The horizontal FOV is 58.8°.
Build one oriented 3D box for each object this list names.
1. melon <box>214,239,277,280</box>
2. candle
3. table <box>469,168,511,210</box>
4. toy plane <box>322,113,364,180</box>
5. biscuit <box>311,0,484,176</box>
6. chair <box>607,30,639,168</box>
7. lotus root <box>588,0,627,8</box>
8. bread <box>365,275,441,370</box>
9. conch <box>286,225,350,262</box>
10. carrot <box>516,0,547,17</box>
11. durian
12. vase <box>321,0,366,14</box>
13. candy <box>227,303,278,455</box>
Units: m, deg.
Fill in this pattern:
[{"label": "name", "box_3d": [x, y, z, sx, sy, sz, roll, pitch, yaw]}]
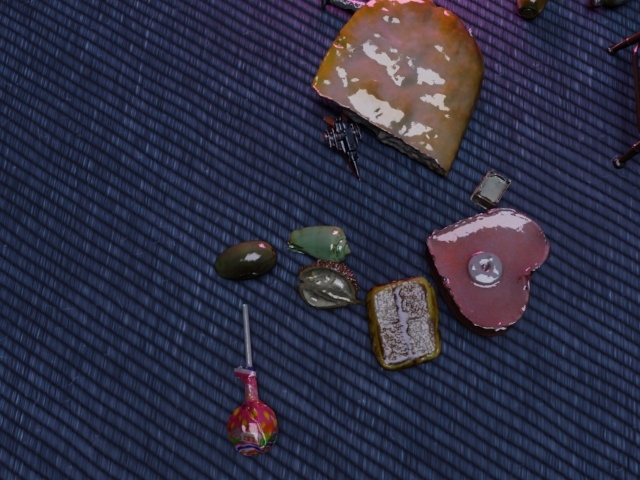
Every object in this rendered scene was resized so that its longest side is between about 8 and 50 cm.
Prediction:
[{"label": "melon", "box_3d": [-0.191, 0.053, 1.443, 0.162, 0.099, 0.099, -14, 78, 4]}, {"label": "candle", "box_3d": [0.394, 0.072, 1.417, 0.287, 0.131, 0.317, 19, 69, 12]}, {"label": "table", "box_3d": [0.441, -0.131, 1.475, 0.062, 0.083, 0.079, 33, 82, 7]}, {"label": "toy plane", "box_3d": [0.076, -0.251, 1.520, 0.130, 0.061, 0.189, -19, 80, -33]}, {"label": "biscuit", "box_3d": [0.224, -0.449, 1.530, 0.429, 0.104, 0.446, 23, 79, -1]}, {"label": "chair", "box_3d": [0.972, -0.403, 1.355, 0.364, 0.410, 0.362, 3, 78, 1]}, {"label": "lotus root", "box_3d": [0.831, -0.717, 1.590, 0.192, 0.088, 0.113, -37, 86, -6]}, {"label": "bread", "box_3d": [0.208, 0.205, 1.405, 0.181, 0.096, 0.222, -8, 78, 2]}, {"label": "conch", "box_3d": [0.000, 0.000, 1.467, 0.170, 0.079, 0.106, 15, 64, 11]}, {"label": "carrot", "box_3d": [0.606, -0.722, 1.598, 0.087, 0.087, 0.193, 15, 77, 4]}, {"label": "durian", "box_3d": [0.034, 0.109, 1.422, 0.188, 0.091, 0.148, 28, 124, 10]}, {"label": "vase", "box_3d": [0.087, -0.664, 1.609, 0.167, 0.059, 0.059, 22, 79, 5]}, {"label": "candy", "box_3d": [-0.173, 0.334, 1.393, 0.124, 0.124, 0.366, -8, 70, 0]}]
